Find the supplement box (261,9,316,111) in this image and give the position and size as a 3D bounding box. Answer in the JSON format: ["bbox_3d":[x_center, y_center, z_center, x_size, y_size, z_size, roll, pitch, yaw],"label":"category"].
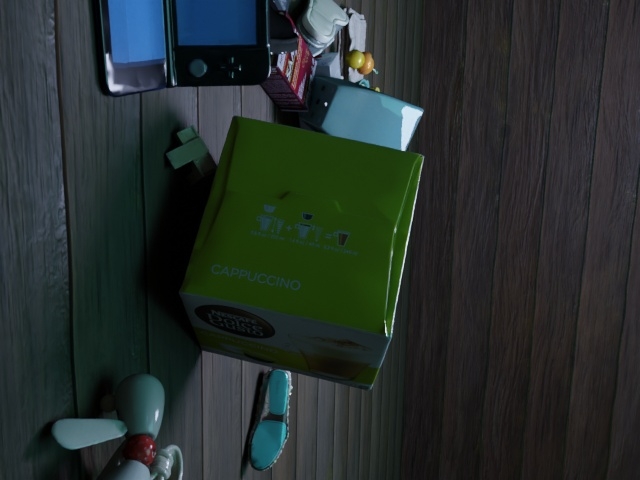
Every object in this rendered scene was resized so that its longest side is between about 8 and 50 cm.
[{"bbox_3d":[-0.080,-0.384,1.647,0.239,0.073,0.130,39,57,-70],"label":"supplement box"}]

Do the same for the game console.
[{"bbox_3d":[-0.192,-0.363,1.102,0.173,0.250,0.293,-120,-152,-70],"label":"game console"}]

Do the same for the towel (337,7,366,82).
[{"bbox_3d":[0.094,-0.536,2.256,0.187,0.049,0.282,-26,120,-71],"label":"towel"}]

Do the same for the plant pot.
[{"bbox_3d":[0.082,-0.289,1.794,0.234,0.166,0.165,15,103,-38],"label":"plant pot"}]

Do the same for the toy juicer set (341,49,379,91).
[{"bbox_3d":[0.105,-0.415,2.106,0.329,0.090,0.209,-56,149,-53],"label":"toy juicer set"}]

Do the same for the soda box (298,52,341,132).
[{"bbox_3d":[0.003,-0.323,1.910,0.091,0.098,0.286,-65,154,-51],"label":"soda box"}]

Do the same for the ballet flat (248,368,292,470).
[{"bbox_3d":[-0.113,0.412,1.762,0.077,0.091,0.240,119,-15,-73],"label":"ballet flat"}]

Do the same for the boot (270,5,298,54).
[{"bbox_3d":[-0.131,-0.459,1.335,0.348,0.131,0.260,-39,131,-68],"label":"boot"}]

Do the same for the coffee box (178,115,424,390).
[{"bbox_3d":[-0.027,0.033,1.352,0.334,0.338,0.338,95,8,-66],"label":"coffee box"}]

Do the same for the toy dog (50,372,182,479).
[{"bbox_3d":[-0.304,0.343,1.017,0.333,0.161,0.220,-86,171,-65],"label":"toy dog"}]

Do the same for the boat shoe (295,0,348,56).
[{"bbox_3d":[-0.012,-0.526,1.862,0.099,0.116,0.319,-45,-166,29],"label":"boat shoe"}]

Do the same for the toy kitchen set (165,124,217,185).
[{"bbox_3d":[-0.231,-0.135,1.282,0.068,0.075,0.083,-32,95,-26],"label":"toy kitchen set"}]

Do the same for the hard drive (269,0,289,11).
[{"bbox_3d":[-0.087,-0.557,1.661,0.094,0.022,0.135,50,47,-68],"label":"hard drive"}]
